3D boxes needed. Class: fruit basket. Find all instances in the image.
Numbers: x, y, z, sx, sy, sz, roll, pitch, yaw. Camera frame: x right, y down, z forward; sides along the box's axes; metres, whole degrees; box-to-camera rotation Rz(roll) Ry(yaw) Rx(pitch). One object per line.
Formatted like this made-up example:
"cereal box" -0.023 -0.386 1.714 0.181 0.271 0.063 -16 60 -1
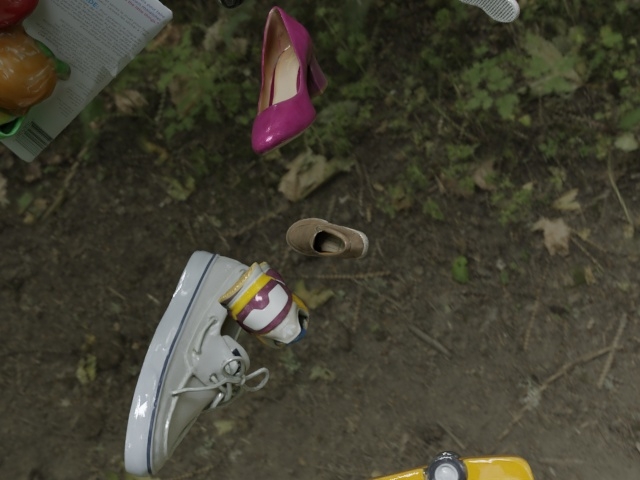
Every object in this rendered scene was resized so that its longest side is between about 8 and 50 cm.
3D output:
"fruit basket" -0.386 -0.269 1.072 0.353 0.327 0.165 -36 29 36

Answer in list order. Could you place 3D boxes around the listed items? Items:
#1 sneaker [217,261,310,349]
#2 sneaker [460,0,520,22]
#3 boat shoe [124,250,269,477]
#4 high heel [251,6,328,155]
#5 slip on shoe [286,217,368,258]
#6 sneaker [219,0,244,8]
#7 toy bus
"sneaker" -0.052 0.071 0.944 0.069 0.185 0.084 -44 88 1
"sneaker" 0.287 -0.398 1.531 0.070 0.051 0.134 -24 42 -29
"boat shoe" -0.151 0.174 1.323 0.156 0.136 0.367 11 45 6
"high heel" -0.089 -0.291 1.719 0.127 0.181 0.377 -25 21 21
"slip on shoe" 0.000 0.000 1.244 0.135 0.041 0.051 14 101 41
"sneaker" -0.204 -0.566 1.805 0.086 0.228 0.132 -27 44 -20
"toy bus" 0.110 0.351 1.207 0.333 0.108 0.130 -15 78 6
